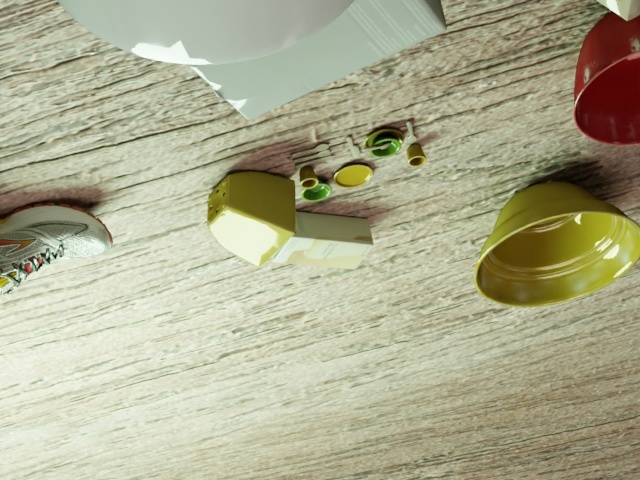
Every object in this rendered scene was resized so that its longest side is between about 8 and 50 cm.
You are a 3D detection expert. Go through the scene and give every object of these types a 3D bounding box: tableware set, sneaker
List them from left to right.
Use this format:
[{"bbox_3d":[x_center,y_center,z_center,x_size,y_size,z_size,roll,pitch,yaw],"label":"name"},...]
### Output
[{"bbox_3d":[-0.348,0.022,2.184,0.225,0.092,0.088,-10,149,-6],"label":"sneaker"},{"bbox_3d":[0.046,-0.086,2.218,0.154,0.024,0.104,-16,149,4],"label":"tableware set"}]

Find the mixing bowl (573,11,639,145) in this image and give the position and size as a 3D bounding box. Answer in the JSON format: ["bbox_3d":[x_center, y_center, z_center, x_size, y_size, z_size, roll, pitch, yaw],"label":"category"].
[{"bbox_3d":[0.350,-0.195,2.079,0.181,0.098,0.181,-10,149,-6],"label":"mixing bowl"}]

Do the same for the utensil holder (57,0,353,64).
[{"bbox_3d":[-0.098,-0.364,1.443,0.328,0.327,0.385,-9,152,-5],"label":"utensil holder"}]

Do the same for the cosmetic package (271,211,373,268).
[{"bbox_3d":[0.000,0.000,2.322,0.115,0.041,0.060,5,144,-26],"label":"cosmetic package"}]

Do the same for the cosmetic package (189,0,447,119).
[{"bbox_3d":[-0.009,-0.227,1.900,0.238,0.107,0.127,-20,148,17],"label":"cosmetic package"}]

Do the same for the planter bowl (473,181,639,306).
[{"bbox_3d":[0.285,-0.011,2.359,0.217,0.090,0.217,-8,148,-5],"label":"planter bowl"}]

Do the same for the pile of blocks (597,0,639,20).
[{"bbox_3d":[0.326,-0.278,1.859,0.362,0.113,0.149,5,120,-53],"label":"pile of blocks"}]

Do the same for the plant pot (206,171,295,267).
[{"bbox_3d":[-0.085,-0.033,2.209,0.083,0.081,0.081,22,136,-25],"label":"plant pot"}]
